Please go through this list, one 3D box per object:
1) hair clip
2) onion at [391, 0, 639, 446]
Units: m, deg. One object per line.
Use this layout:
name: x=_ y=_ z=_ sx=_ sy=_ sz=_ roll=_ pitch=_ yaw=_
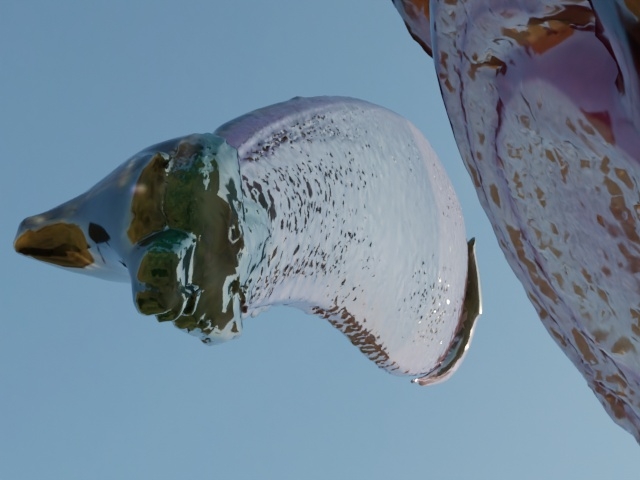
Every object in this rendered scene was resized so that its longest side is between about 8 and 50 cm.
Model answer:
hair clip: x=0.000 y=-0.002 z=0.839 sx=0.095 sy=0.110 sz=0.358 roll=-38 pitch=-21 yaw=24
onion: x=0.094 y=-0.047 z=0.421 sx=0.135 sy=0.198 sz=0.173 roll=-20 pitch=-61 yaw=-12
